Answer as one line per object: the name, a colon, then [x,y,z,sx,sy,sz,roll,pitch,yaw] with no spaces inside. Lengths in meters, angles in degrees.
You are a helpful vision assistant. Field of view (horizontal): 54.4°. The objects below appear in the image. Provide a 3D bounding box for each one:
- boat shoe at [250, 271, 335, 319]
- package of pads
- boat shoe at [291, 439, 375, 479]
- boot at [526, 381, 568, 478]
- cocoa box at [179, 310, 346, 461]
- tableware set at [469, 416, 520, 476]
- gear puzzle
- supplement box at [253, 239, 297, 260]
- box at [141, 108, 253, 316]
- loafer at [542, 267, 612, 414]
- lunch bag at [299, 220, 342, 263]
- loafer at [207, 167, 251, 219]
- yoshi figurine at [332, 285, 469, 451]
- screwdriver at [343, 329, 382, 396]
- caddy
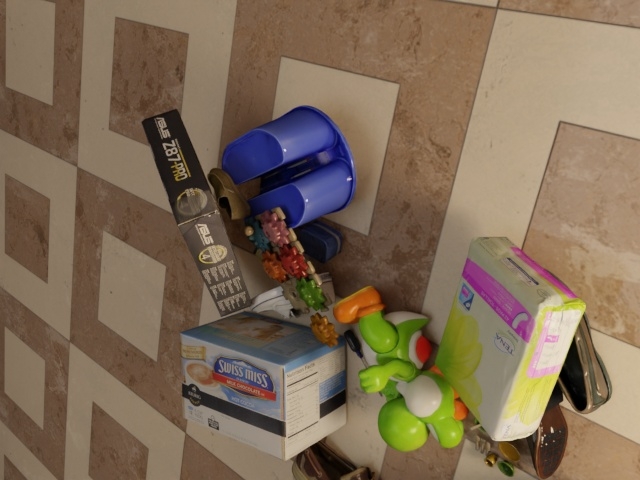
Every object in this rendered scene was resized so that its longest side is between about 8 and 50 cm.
boat shoe: [-0.073,0.148,1.492,0.258,0.095,0.084,-23,80,41]
package of pads: [0.322,0.173,1.097,0.229,0.101,0.296,-124,37,-54]
boat shoe: [0.073,0.582,1.449,0.342,0.123,0.123,34,120,36]
boot: [0.399,0.334,1.176,0.106,0.082,0.219,25,125,60]
cocoa box: [-0.139,0.328,1.492,0.347,0.231,0.227,8,104,38]
tableware set: [0.339,0.393,1.212,0.104,0.024,0.154,25,135,38]
gear puzzle: [-0.063,0.094,1.358,0.175,0.044,0.338,-16,106,56]
supplement box: [-0.105,0.021,1.516,0.083,0.056,0.083,43,123,25]
box: [-0.276,-0.052,1.426,0.394,0.097,0.318,81,167,-55]
loafer: [0.424,0.174,1.096,0.096,0.084,0.267,-34,77,40]
lunch bag: [0.000,0.000,1.422,0.098,0.065,0.067,31,132,30]
loafer: [-0.213,-0.104,1.393,0.148,0.050,0.056,47,145,22]
yoshi figurine: [0.141,0.287,1.297,0.362,0.204,0.203,56,143,13]
screwdriver: [0.103,0.280,1.427,0.025,0.024,0.169,-34,83,9]
caddy: [-0.063,-0.152,1.364,0.341,0.179,0.241,-12,102,56]
